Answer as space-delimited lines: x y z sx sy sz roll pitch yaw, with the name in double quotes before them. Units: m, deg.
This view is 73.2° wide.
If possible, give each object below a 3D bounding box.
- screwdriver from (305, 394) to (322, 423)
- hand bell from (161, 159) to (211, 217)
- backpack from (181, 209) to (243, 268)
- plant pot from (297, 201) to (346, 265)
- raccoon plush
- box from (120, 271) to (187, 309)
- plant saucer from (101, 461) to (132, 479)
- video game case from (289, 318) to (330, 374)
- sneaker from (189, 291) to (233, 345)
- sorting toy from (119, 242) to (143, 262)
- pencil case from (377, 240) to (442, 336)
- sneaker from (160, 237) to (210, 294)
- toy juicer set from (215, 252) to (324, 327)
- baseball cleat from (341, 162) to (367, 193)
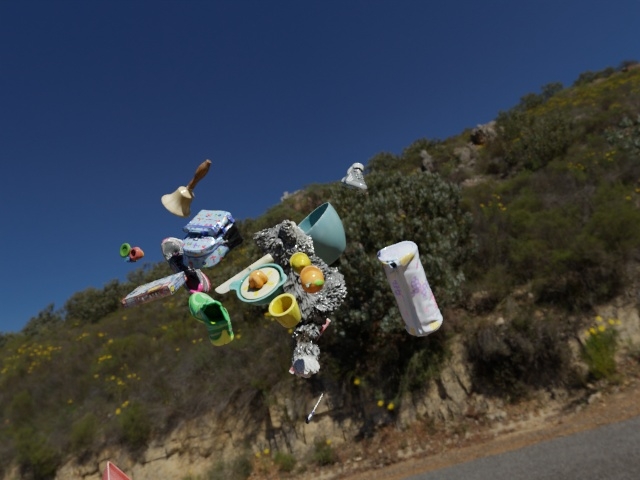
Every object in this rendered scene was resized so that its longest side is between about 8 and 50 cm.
"screwdriver" -0.025 0.820 2.102 0.025 0.024 0.170 -1 37 41
"hand bell" -0.496 -0.217 1.671 0.242 0.126 0.126 -47 -26 19
"backpack" -0.347 0.001 1.309 0.158 0.173 0.116 8 -47 28
"plant pot" 0.000 0.000 1.916 0.290 0.195 0.290 -43 13 12
"raccoon plush" -0.071 0.139 1.300 0.216 0.446 0.299 -29 -55 15
"box" -0.414 0.125 1.078 0.137 0.027 0.094 -18 14 12
"plant saucer" -0.434 0.690 1.021 0.048 0.259 0.258 -37 26 -16
"video game case" -0.048 0.482 1.994 0.285 0.025 0.204 -54 -5 -8
"sneaker" -0.394 0.259 1.571 0.109 0.123 0.295 -13 31 -33
"sorting toy" -0.655 0.048 1.504 0.102 0.061 0.042 15 -2 31
"pencil case" 0.257 0.137 1.224 0.114 0.273 0.124 -20 20 12
"sneaker" -0.578 0.110 1.848 0.121 0.299 0.112 -38 -4 -6
"toy juicer set" -0.134 0.091 1.149 0.329 0.089 0.209 16 53 43
"baseball cleat" 0.130 -0.233 1.584 0.072 0.109 0.206 23 6 -22
